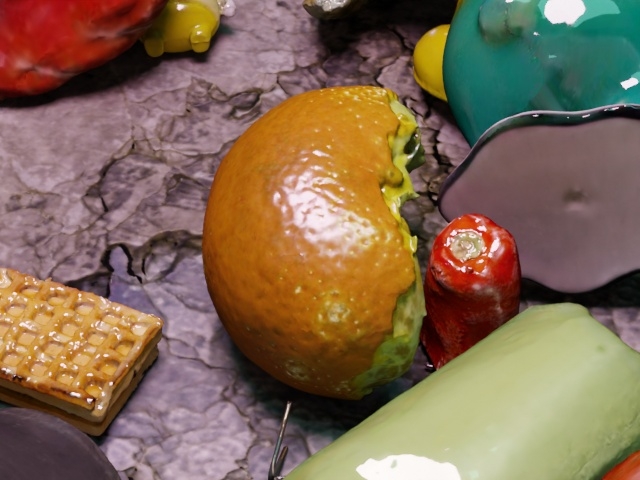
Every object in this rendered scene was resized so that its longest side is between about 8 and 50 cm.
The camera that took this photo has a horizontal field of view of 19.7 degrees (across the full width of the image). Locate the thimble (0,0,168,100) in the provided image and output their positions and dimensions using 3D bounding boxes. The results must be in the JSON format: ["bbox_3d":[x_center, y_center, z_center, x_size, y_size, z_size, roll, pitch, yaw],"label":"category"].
[{"bbox_3d":[-0.282,-0.299,1.518,0.350,0.350,0.230,-5,44,-4],"label":"thimble"}]

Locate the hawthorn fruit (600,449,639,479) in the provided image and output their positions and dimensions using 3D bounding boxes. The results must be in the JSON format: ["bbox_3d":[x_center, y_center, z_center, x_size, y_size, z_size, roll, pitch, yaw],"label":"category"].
[{"bbox_3d":[0.242,0.228,1.027,0.275,0.275,0.300,8,49,9],"label":"hawthorn fruit"}]

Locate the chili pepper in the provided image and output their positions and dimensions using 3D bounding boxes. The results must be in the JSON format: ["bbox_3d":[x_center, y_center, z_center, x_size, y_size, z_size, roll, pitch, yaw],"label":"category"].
[{"bbox_3d":[0.107,0.041,1.312,0.070,0.123,0.073,8,43,4],"label":"chili pepper"}]

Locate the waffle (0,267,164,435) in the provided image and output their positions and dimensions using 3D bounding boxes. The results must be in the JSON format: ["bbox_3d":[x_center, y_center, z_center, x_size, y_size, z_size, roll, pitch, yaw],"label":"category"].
[{"bbox_3d":[-0.198,0.078,1.336,0.148,0.042,0.102,17,46,17],"label":"waffle"}]

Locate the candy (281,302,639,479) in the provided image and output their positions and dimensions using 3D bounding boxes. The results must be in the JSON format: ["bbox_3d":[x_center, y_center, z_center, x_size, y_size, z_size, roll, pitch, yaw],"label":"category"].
[{"bbox_3d":[0.077,0.165,1.173,0.343,0.132,0.142,-35,91,-30],"label":"candy"}]

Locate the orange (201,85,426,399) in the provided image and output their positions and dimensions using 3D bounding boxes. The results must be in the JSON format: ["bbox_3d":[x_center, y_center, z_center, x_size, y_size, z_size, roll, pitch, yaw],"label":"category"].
[{"bbox_3d":[-0.005,-0.003,1.319,0.158,0.179,0.237,12,52,-5],"label":"orange"}]

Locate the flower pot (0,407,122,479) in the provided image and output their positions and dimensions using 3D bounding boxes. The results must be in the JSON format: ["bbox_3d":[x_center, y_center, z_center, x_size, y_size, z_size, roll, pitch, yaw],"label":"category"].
[{"bbox_3d":[-0.207,0.193,1.122,0.235,0.235,0.148,19,28,19],"label":"flower pot"}]

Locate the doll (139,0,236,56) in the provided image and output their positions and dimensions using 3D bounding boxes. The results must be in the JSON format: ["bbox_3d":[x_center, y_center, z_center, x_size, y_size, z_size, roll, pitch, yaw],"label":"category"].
[{"bbox_3d":[-0.129,-0.225,1.630,0.106,0.062,0.162,-4,46,-2],"label":"doll"}]

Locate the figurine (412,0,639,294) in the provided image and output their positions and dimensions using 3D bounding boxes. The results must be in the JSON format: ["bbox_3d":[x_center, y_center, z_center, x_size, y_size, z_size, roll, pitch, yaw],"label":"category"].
[{"bbox_3d":[0.200,-0.147,1.423,0.323,0.231,0.340,-26,36,28],"label":"figurine"}]

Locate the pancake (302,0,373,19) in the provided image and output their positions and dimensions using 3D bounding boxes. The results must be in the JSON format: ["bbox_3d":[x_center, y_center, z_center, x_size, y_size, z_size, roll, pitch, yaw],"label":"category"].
[{"bbox_3d":[0.100,-0.259,1.574,0.253,0.253,0.037,-31,92,-27],"label":"pancake"}]

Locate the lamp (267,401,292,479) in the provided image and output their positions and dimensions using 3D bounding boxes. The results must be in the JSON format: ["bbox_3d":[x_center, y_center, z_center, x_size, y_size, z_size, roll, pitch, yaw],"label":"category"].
[{"bbox_3d":[0.028,0.152,1.266,0.121,0.041,0.054,9,54,4],"label":"lamp"}]
